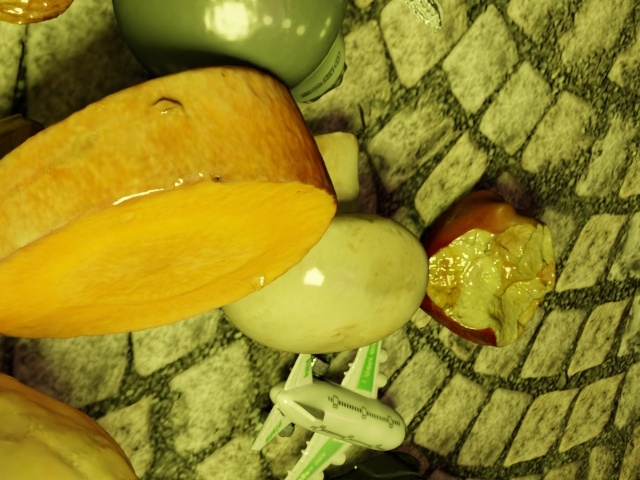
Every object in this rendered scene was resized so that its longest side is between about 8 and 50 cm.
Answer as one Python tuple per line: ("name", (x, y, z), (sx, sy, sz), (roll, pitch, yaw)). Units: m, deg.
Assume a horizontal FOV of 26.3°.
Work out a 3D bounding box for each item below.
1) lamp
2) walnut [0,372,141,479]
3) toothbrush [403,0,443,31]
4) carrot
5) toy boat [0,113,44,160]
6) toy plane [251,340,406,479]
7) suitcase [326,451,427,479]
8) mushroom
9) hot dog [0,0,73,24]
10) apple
("lamp", (-0.034, -0.191, 1.109), (0.314, 0.182, 0.182), (5, 113, -58))
("walnut", (-0.280, 0.266, 1.027), (0.381, 0.381, 0.381), (-27, 134, -32))
("toothbrush", (-0.018, -0.290, 1.022), (0.024, 0.029, 0.354), (-37, 112, 14))
("carrot", (-0.140, -0.010, 1.039), (0.307, 0.100, 0.258), (-29, 155, 14))
("toy boat", (-0.252, -0.030, 1.083), (0.049, 0.047, 0.149), (-7, 126, -43))
("toy plane", (0.016, 0.183, 1.485), (0.255, 0.101, 0.251), (24, 95, -57))
("suitcase", (0.008, 0.439, 1.554), (0.339, 0.188, 0.345), (-11, 124, -37))
("mushroom", (-0.011, 0.014, 1.291), (0.206, 0.209, 0.206), (-31, 176, -2))
("hot dog", (-0.216, -0.227, 0.967), (0.099, 0.065, 0.147), (-25, 121, -33))
("apple", (0.182, 0.029, 1.519), (0.156, 0.147, 0.158), (29, 84, -20))
